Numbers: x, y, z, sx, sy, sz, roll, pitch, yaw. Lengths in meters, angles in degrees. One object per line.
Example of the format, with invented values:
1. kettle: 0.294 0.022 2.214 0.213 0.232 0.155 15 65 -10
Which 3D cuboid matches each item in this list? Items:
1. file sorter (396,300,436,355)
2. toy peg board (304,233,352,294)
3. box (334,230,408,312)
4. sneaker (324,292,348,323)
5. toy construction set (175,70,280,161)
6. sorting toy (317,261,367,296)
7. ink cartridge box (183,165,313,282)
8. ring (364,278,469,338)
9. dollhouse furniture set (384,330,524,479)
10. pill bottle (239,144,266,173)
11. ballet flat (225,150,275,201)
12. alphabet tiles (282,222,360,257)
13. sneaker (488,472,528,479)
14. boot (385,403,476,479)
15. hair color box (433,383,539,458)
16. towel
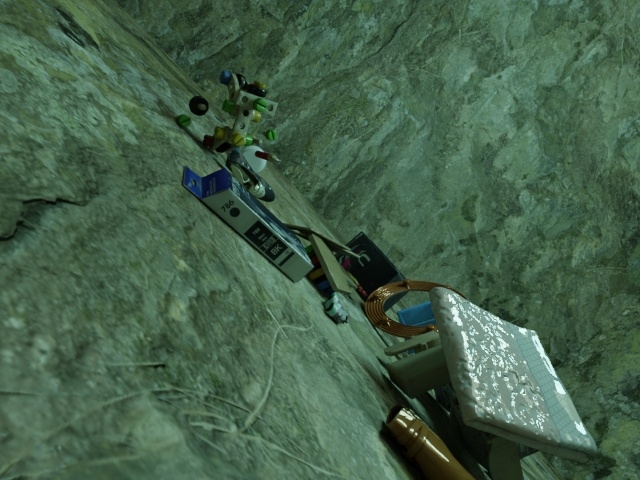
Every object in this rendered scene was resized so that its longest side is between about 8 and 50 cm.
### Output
1. file sorter: 0.336 0.308 1.594 0.104 0.118 0.170 -106 178 -70
2. toy peg board: 0.001 0.082 1.321 0.160 0.079 0.161 65 11 16
3. box: 0.196 0.122 1.877 0.143 0.165 0.270 41 8 -47
4. sneaker: 0.043 0.168 1.158 0.069 0.038 0.098 47 15 -12
5. toy construction set: -0.217 -0.349 1.490 0.237 0.257 0.309 27 -12 49
6. sorting toy: 0.044 0.100 1.541 0.274 0.046 0.132 41 9 -42
7. ink cartridge box: -0.158 -0.055 1.091 0.333 0.065 0.165 43 8 -27
8. ring: 0.309 0.206 1.561 0.336 0.337 0.032 -121 -156 -64
9. dollhouse furniture set: 0.285 0.429 1.124 0.303 0.174 0.355 -161 -125 -77
10. pill bottle: -0.253 -0.302 1.820 0.108 0.108 0.180 45 7 -14
11. ballet flat: -0.220 -0.183 1.514 0.203 0.074 0.074 51 4 -23
12. alphabet tiles: 0.000 0.000 1.453 0.237 0.009 0.198 27 -9 -37
13. sneaker: 0.455 0.579 1.164 0.132 0.086 0.228 44 -5 20
14. boot: 0.165 0.336 0.757 0.152 0.073 0.197 49 -6 6
15. hair color box: 0.395 0.385 1.247 0.339 0.110 0.185 -156 -130 -74
16. towel: 0.384 0.266 1.017 0.317 0.053 0.331 24 32 -18
